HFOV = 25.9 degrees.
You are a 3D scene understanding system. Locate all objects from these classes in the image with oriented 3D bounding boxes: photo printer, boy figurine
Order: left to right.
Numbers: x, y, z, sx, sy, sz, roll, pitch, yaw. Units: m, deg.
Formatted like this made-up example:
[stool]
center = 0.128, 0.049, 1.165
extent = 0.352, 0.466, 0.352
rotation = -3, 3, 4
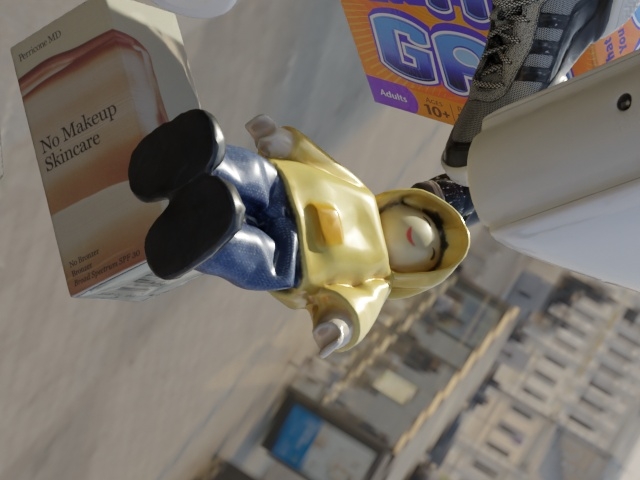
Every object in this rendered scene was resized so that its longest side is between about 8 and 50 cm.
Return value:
[boy figurine]
center = 0.000, 0.000, 0.962
extent = 0.092, 0.177, 0.285
rotation = -31, 151, 33
[photo printer]
center = 0.292, -0.058, 0.911
extent = 0.256, 0.308, 0.107
rotation = 17, 63, -42

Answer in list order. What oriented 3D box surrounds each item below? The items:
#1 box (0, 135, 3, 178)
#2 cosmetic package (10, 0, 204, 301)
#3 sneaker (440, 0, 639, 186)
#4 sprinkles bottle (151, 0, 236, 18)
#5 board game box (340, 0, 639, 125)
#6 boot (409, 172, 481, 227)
[box]
center = -0.518, -0.147, 1.800
extent = 0.270, 0.165, 0.143
rotation = 104, 7, -52
[cosmetic package]
center = -0.212, -0.096, 1.499
extent = 0.153, 0.296, 0.129
rotation = -26, 162, 28
[sneaker]
center = 0.160, -0.185, 1.179
extent = 0.153, 0.101, 0.268
rotation = 41, 80, -32
[sprinkles bottle]
center = -0.075, -0.385, 1.348
extent = 0.121, 0.121, 0.355
rotation = 95, 15, -62
[board game box]
center = 0.254, -0.360, 1.601
extent = 0.356, 0.356, 0.356
rotation = -48, 138, -25
[boot]
center = 0.197, -0.052, 1.864
extent = 0.179, 0.085, 0.236
rotation = -17, 175, -9
